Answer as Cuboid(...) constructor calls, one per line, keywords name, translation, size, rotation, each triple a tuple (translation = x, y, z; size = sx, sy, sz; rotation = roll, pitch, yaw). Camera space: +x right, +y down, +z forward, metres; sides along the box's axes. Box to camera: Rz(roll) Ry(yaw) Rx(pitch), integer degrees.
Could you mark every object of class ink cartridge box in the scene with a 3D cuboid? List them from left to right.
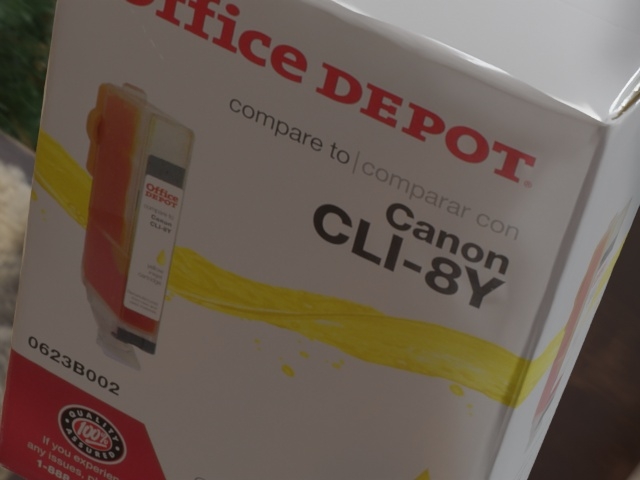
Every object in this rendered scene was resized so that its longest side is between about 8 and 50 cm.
Cuboid(name="ink cartridge box", translation=(0.000, 0.000, 0.963), size=(0.160, 0.279, 0.384), rotation=(-48, 159, -49))
